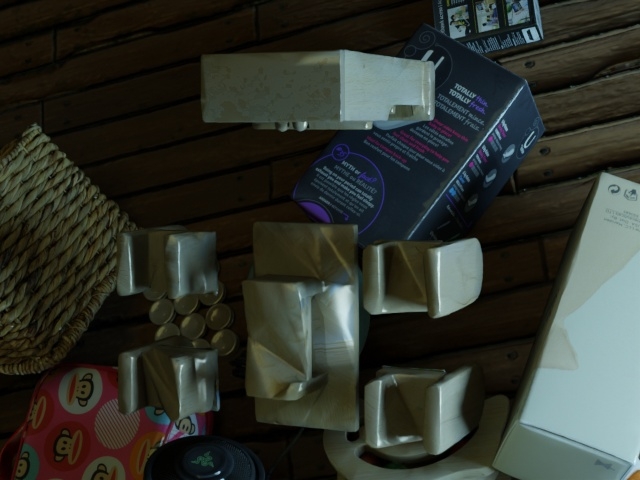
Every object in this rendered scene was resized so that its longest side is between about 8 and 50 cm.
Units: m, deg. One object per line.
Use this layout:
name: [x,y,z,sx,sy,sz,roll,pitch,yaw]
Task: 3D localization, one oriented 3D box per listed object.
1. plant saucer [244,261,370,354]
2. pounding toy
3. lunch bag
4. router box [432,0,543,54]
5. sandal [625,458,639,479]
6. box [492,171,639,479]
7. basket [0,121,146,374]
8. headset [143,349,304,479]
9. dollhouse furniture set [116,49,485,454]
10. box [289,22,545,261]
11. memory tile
plant saucer: [-0.029,0.082,1.450,0.195,0.037,0.194,2,93,37]
pounding toy: [0.097,0.272,1.357,0.270,0.154,0.154,-16,36,5]
lunch bag: [-0.281,0.298,1.463,0.258,0.120,0.293,5,72,23]
router box: [0.212,-0.332,1.564,0.133,0.046,0.178,-10,66,18]
sandal: [0.309,0.276,1.277,0.102,0.076,0.265,-13,44,7]
box: [0.291,0.102,1.250,0.121,0.148,0.311,21,60,8]
basket: [-0.408,0.039,1.547,0.213,0.223,0.299,-31,22,36]
headset: [-0.135,0.299,1.353,0.185,0.243,0.394,25,60,28]
dollhouse furniture set: [0.000,0.000,1.299,0.362,0.256,0.394,2,96,24]
box: [0.120,-0.095,1.449,0.165,0.143,0.270,36,86,27]
memory tile: [-0.169,0.097,1.560,0.113,0.012,0.148,-23,63,11]
